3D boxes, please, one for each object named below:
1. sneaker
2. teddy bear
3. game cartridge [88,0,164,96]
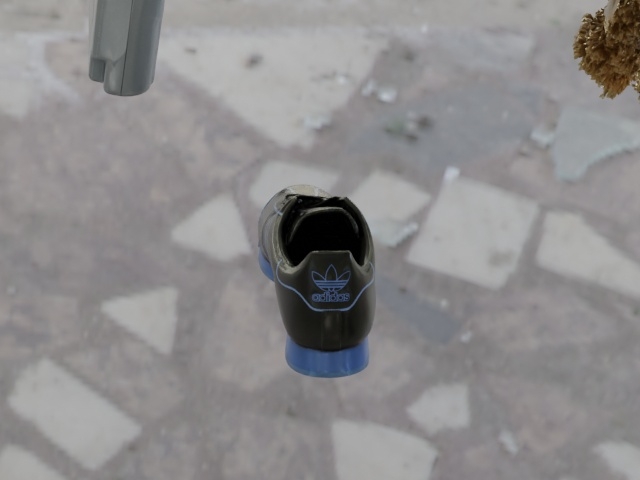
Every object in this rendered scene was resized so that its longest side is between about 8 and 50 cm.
[{"bbox_3d":[0.000,0.000,1.188,0.081,0.090,0.232,-2,27,-8],"label":"sneaker"},{"bbox_3d":[0.323,-0.229,1.542,0.113,0.338,0.245,17,66,-8],"label":"teddy bear"},{"bbox_3d":[-0.145,-0.255,1.331,0.062,0.198,0.297,9,26,-12],"label":"game cartridge"}]
